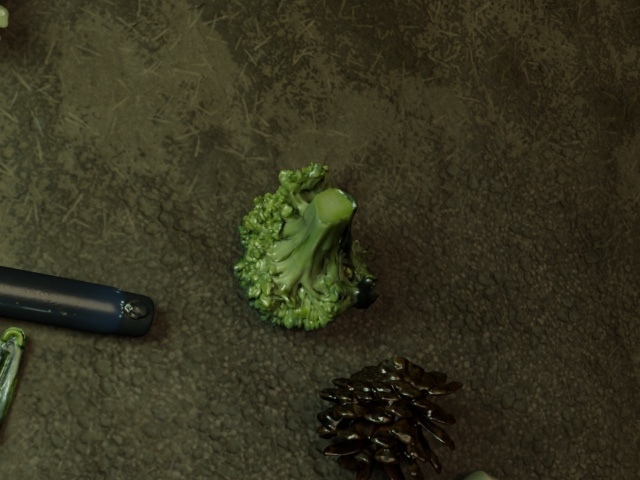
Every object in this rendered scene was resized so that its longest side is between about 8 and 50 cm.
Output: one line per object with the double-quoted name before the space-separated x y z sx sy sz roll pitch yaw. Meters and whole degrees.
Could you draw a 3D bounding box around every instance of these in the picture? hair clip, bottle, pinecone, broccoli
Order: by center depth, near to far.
"hair clip" -0.457 0.210 1.507 0.060 0.033 0.188 22 70 -16
"bottle" -0.364 0.090 1.557 0.245 0.082 0.072 13 68 -22
"pinecone" 0.103 0.283 1.662 0.229 0.202 0.201 -2 76 -11
"broccoli" 0.000 0.000 1.663 0.247 0.243 0.263 30 59 -1

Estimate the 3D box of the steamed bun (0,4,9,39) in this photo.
"steamed bun" -0.564 -0.370 1.541 0.247 0.189 0.427 3 74 -33

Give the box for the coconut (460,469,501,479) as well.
"coconut" 0.260 0.435 1.742 0.122 0.116 0.116 30 65 -13
